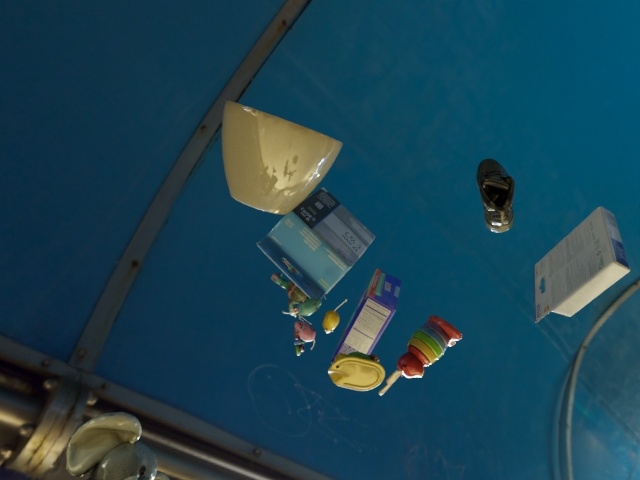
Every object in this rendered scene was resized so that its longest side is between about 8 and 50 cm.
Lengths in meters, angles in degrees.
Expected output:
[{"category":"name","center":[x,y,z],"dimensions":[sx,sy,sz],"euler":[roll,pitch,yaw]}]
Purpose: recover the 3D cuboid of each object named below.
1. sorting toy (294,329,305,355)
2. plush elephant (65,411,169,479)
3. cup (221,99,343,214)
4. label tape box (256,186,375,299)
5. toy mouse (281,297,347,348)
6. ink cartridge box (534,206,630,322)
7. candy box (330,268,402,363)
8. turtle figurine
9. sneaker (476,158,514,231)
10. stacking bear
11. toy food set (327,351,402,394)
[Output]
[{"category":"sorting toy","center":[-0.069,0.365,1.522],"dimensions":[0.042,0.061,0.102],"euler":[-7,-94,10]},{"category":"plush elephant","center":[-0.364,0.462,0.703],"dimensions":[0.255,0.330,0.272],"euler":[-40,-50,-29]},{"category":"cup","center":[-0.133,-0.209,1.150],"dimensions":[0.330,0.331,0.237],"euler":[17,-79,-15]},{"category":"label tape box","center":[0.000,0.000,1.293],"dimensions":[0.249,0.347,0.115],"euler":[44,-57,2]},{"category":"toy mouse","center":[-0.027,0.199,1.036],"dimensions":[0.143,0.031,0.161],"euler":[18,-72,-9]},{"category":"ink cartridge box","center":[0.857,0.092,1.410],"dimensions":[0.071,0.324,0.330],"euler":[29,-48,4]},{"category":"candy box","center":[0.178,0.300,1.576],"dimensions":[0.122,0.268,0.317],"euler":[28,-69,7]},{"category":"turtle figurine","center":[-0.074,0.179,1.527],"dimensions":[0.175,0.234,0.118],"euler":[-42,-25,-3]},{"category":"sneaker","center":[0.440,-0.146,1.053],"dimensions":[0.087,0.228,0.130],"euler":[-2,-37,18]},{"category":"stacking bear","center":[0.455,0.484,1.845],"dimensions":[0.289,0.164,0.175],"euler":[-42,-20,-19]},{"category":"toy food set","center":[0.126,0.396,1.303],"dimensions":[0.217,0.071,0.128],"euler":[19,-64,-15]}]
